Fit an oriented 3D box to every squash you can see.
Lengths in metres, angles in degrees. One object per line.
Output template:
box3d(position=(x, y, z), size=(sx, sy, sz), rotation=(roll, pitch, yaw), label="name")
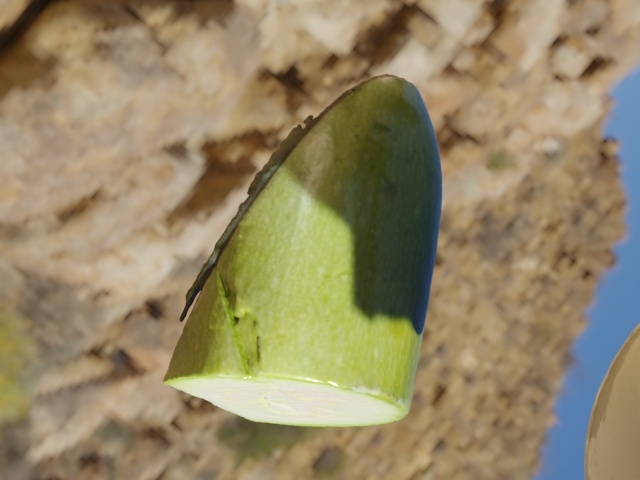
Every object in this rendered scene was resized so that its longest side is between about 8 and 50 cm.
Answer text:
box3d(position=(0.000, 0.000, 1.788), size=(0.234, 0.210, 0.309), rotation=(31, 60, -58), label="squash")

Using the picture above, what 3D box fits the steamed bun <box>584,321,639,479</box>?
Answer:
box3d(position=(0.305, 0.175, 1.240), size=(0.206, 0.324, 0.324), rotation=(-22, 169, -30), label="steamed bun")
